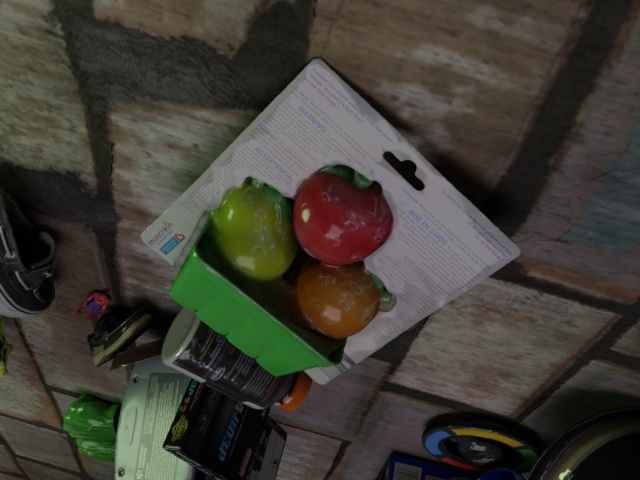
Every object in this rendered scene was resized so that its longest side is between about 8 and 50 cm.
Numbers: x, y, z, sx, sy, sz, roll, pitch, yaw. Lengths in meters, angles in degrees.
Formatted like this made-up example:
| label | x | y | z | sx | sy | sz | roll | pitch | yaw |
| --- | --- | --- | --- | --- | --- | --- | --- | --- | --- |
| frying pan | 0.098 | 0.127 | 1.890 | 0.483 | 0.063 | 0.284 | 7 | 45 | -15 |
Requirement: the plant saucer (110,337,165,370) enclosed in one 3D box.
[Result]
| label | x | y | z | sx | sy | sz | roll | pitch | yaw |
| --- | --- | --- | --- | --- | --- | --- | --- | --- | --- |
| plant saucer | -0.297 | 0.195 | 1.286 | 0.168 | 0.029 | 0.168 | -17 | 174 | -2 |

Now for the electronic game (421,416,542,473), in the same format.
| label | x | y | z | sx | sy | sz | roll | pitch | yaw |
| --- | --- | --- | --- | --- | --- | --- | --- | --- | --- |
| electronic game | 0.312 | 0.405 | 1.394 | 0.229 | 0.048 | 0.229 | 10 | 145 | 7 |

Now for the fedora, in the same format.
| label | x | y | z | sx | sy | sz | roll | pitch | yaw |
| --- | --- | --- | --- | --- | --- | --- | --- | --- | --- |
| fedora | 0.483 | 0.435 | 1.141 | 0.334 | 0.152 | 0.334 | -4 | 112 | -10 |

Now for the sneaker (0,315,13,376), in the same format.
| label | x | y | z | sx | sy | sz | roll | pitch | yaw |
| --- | --- | --- | --- | --- | --- | --- | --- | --- | --- |
| sneaker | -0.626 | 0.178 | 1.301 | 0.147 | 0.145 | 0.384 | 22 | 144 | -28 |

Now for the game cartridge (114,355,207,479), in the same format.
| label | x | y | z | sx | sy | sz | roll | pitch | yaw |
| --- | --- | --- | --- | --- | --- | --- | --- | --- | --- |
| game cartridge | -0.294 | 0.354 | 1.354 | 0.198 | 0.297 | 0.062 | -6 | 159 | 31 |

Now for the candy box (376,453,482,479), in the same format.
| label | x | y | z | sx | sy | sz | roll | pitch | yaw |
| --- | --- | --- | --- | --- | --- | --- | --- | --- | --- |
| candy box | 0.258 | 0.625 | 1.661 | 0.268 | 0.122 | 0.317 | 13 | 144 | 1 |

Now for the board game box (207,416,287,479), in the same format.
| label | x | y | z | sx | sy | sz | roll | pitch | yaw |
| --- | --- | --- | --- | --- | --- | --- | --- | --- | --- |
| board game box | -0.219 | 0.456 | 1.515 | 0.141 | 0.232 | 0.291 | -5 | 140 | 27 |

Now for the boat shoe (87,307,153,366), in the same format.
| label | x | y | z | sx | sy | sz | roll | pitch | yaw |
| --- | --- | --- | --- | --- | --- | --- | --- | --- | --- |
| boat shoe | -0.379 | 0.167 | 1.310 | 0.073 | 0.080 | 0.223 | 54 | 138 | 2 |

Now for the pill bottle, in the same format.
| label | x | y | z | sx | sy | sz | roll | pitch | yaw |
| --- | --- | --- | --- | --- | --- | --- | --- | --- | --- |
| pill bottle | -0.132 | 0.202 | 1.212 | 0.245 | 0.130 | 0.130 | 33 | 142 | -23 |

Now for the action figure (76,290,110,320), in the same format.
| label | x | y | z | sx | sy | sz | roll | pitch | yaw |
| --- | --- | --- | --- | --- | --- | --- | --- | --- | --- |
| action figure | -0.409 | 0.118 | 1.296 | 0.038 | 0.030 | 0.115 | 34 | 140 | -16 |

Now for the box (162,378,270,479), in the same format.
| label | x | y | z | sx | sy | sz | roll | pitch | yaw |
| --- | --- | --- | --- | --- | --- | --- | --- | --- | --- |
| box | -0.173 | 0.311 | 1.302 | 0.051 | 0.220 | 0.175 | -7 | 140 | 37 |

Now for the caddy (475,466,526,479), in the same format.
| label | x | y | z | sx | sy | sz | roll | pitch | yaw |
| --- | --- | --- | --- | --- | --- | --- | --- | --- | --- |
| caddy | 0.314 | 0.593 | 1.366 | 0.179 | 0.241 | 0.341 | 30 | 117 | -13 |

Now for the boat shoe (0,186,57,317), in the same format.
| label | x | y | z | sx | sy | sz | roll | pitch | yaw |
| --- | --- | --- | --- | --- | --- | --- | --- | --- | --- |
| boat shoe | -0.470 | 0.030 | 1.114 | 0.119 | 0.121 | 0.335 | -10 | 155 | -3 |

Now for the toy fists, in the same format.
| label | x | y | z | sx | sy | sz | roll | pitch | yaw |
| --- | --- | --- | --- | --- | --- | --- | --- | --- | --- |
| toy fists | -0.552 | 0.475 | 1.800 | 0.142 | 0.096 | 0.279 | 2 | 143 | 2 |

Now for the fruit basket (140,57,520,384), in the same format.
| label | x | y | z | sx | sy | sz | roll | pitch | yaw |
| --- | --- | --- | --- | --- | --- | --- | --- | --- | --- |
| fruit basket | 0.000 | 0.000 | 0.872 | 0.327 | 0.165 | 0.353 | 40 | 118 | -16 |
